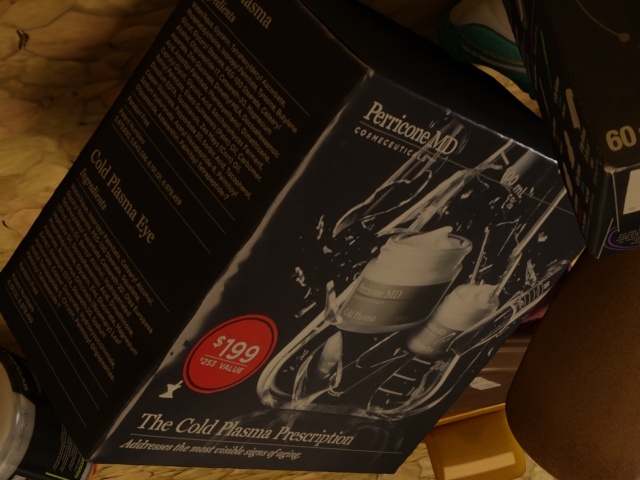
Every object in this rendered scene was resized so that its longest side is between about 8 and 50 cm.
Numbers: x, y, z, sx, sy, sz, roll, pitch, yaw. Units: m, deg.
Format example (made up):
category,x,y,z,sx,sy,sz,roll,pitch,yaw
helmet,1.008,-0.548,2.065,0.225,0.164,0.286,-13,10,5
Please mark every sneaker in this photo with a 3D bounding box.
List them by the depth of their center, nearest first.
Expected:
category,x,y,z,sx,sy,sz,roll,pitch,yaw
sneaker,0.212,-0.156,0.916,0.275,0.107,0.110,12,162,-36

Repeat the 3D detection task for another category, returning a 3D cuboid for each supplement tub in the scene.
category,x,y,z,sx,sy,sz,roll,pitch,yaw
supplement tub,-0.386,0.232,1.361,0.194,0.193,0.316,-16,159,5

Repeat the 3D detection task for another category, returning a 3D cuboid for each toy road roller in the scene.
category,x,y,z,sx,sy,sz,roll,pitch,yaw
toy road roller,0.215,0.243,1.722,0.203,0.240,0.329,-16,160,3

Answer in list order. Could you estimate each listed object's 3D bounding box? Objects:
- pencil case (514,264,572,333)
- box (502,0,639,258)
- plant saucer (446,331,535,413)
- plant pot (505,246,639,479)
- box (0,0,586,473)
category,x,y,z,sx,sy,sz,roll,pitch,yaw
pencil case,0.207,0.018,1.254,0.167,0.160,0.386,1,162,10
box,0.187,-0.152,0.626,0.165,0.270,0.143,-16,160,5
plant saucer,0.158,0.163,1.355,0.278,0.041,0.278,-6,160,-2
plant pot,0.318,0.083,1.089,0.237,0.237,0.254,-6,124,-22
box,0.000,0.000,0.846,0.343,0.179,0.312,15,117,-49
